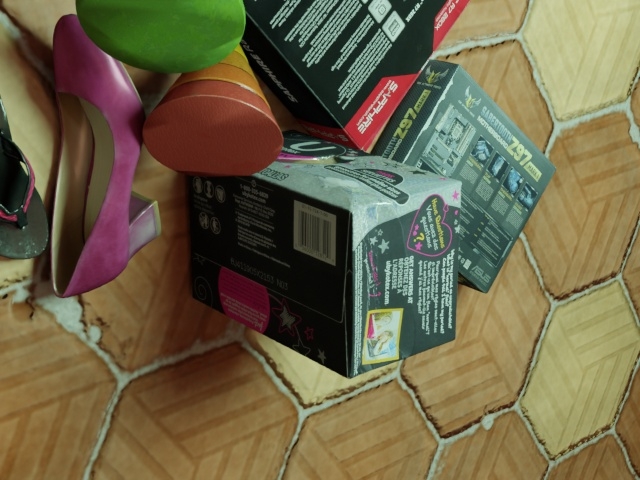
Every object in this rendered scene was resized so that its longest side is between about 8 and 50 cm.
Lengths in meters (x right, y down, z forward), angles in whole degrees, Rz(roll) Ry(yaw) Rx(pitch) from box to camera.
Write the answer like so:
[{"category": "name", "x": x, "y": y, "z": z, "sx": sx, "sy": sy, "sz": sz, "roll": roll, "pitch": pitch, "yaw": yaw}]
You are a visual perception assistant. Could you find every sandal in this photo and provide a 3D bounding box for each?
[{"category": "sandal", "x": -0.275, "y": -0.058, "z": 0.951, "sx": 0.067, "sy": 0.040, "sz": 0.179, "roll": -31, "pitch": 123, "yaw": -31}]

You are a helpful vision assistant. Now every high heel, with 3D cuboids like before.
[{"category": "high heel", "x": -0.213, "y": -0.068, "z": 0.974, "sx": 0.117, "sy": 0.082, "sz": 0.244, "roll": -41, "pitch": 141, "yaw": -36}]

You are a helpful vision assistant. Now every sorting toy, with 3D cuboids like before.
[{"category": "sorting toy", "x": -0.113, "y": -0.202, "z": 0.893, "sx": 0.366, "sy": 0.127, "sz": 0.126, "roll": 71, "pitch": 18, "yaw": -55}]

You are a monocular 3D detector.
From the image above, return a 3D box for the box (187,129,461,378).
[{"category": "box", "x": 0.000, "y": 0.000, "z": 1.065, "sx": 0.142, "sy": 0.247, "sz": 0.163, "roll": -16, "pitch": 115, "yaw": -38}]

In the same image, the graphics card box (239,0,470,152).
[{"category": "graphics card box", "x": -0.017, "y": -0.286, "z": 1.058, "sx": 0.233, "sy": 0.094, "sz": 0.371, "roll": -55, "pitch": 132, "yaw": -11}]

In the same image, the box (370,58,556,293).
[{"category": "box", "x": 0.160, "y": -0.071, "z": 1.305, "sx": 0.232, "sy": 0.059, "sz": 0.183, "roll": 37, "pitch": 80, "yaw": -41}]
